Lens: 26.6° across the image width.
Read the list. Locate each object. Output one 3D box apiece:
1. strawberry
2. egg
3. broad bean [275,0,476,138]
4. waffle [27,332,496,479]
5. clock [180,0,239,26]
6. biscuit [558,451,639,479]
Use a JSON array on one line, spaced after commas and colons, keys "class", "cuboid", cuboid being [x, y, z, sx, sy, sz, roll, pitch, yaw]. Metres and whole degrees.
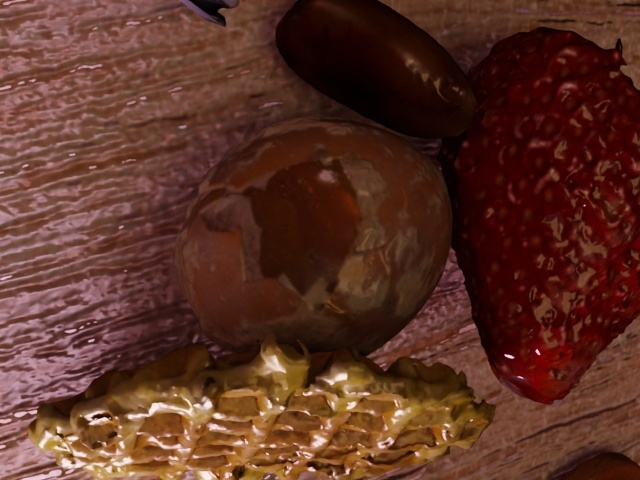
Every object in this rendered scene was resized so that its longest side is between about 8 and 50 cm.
[{"class": "strawberry", "cuboid": [0.194, -0.028, 1.136, 0.257, 0.261, 0.261, -41, 124, 1]}, {"class": "egg", "cuboid": [0.000, 0.000, 1.038, 0.233, 0.195, 0.195, -23, 116, -24]}, {"class": "broad bean", "cuboid": [0.048, -0.137, 1.057, 0.084, 0.165, 0.114, -57, 161, -1]}, {"class": "waffle", "cuboid": [-0.042, 0.135, 1.008, 0.302, 0.325, 0.068, 22, 60, -51]}, {"class": "clock", "cuboid": [-0.082, -0.299, 0.954, 0.186, 0.083, 0.253, 34, 84, -36]}, {"class": "biscuit", "cuboid": [0.277, 0.321, 1.417, 0.186, 0.036, 0.192, -37, 122, -16]}]
